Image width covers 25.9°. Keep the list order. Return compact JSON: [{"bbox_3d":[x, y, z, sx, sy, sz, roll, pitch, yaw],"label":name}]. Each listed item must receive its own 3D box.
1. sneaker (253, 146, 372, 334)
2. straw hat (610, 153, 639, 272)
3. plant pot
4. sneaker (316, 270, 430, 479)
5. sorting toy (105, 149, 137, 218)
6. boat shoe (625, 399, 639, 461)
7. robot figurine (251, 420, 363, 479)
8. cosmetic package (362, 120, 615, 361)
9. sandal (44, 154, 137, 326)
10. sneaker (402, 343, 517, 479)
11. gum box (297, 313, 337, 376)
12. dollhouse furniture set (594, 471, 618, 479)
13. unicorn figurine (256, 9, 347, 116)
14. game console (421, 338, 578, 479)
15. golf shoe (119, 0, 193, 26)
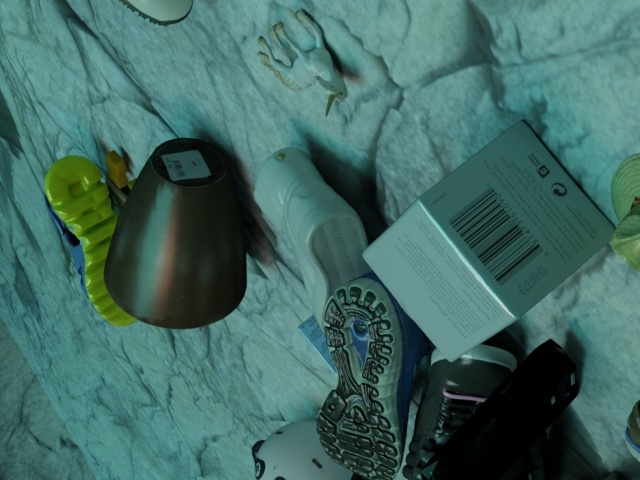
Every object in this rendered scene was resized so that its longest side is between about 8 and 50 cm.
[{"bbox_3d":[0.000,0.000,1.798,0.169,0.108,0.292,54,166,35],"label":"sneaker"},{"bbox_3d":[0.299,-0.004,1.263,0.144,0.061,0.144,42,155,25],"label":"straw hat"},{"bbox_3d":[-0.200,-0.027,2.006,0.215,0.215,0.230,40,140,26],"label":"plant pot"},{"bbox_3d":[0.085,0.173,1.782,0.130,0.147,0.330,23,128,27],"label":"sneaker"},{"bbox_3d":[-0.290,-0.015,2.373,0.229,0.041,0.307,46,156,26],"label":"sorting toy"},{"bbox_3d":[0.386,0.228,1.429,0.183,0.066,0.066,32,148,39],"label":"boat shoe"},{"bbox_3d":[-0.013,0.425,2.307,0.209,0.173,0.278,-6,133,11],"label":"robot figurine"},{"bbox_3d":[0.165,0.005,1.406,0.151,0.151,0.183,51,156,3],"label":"cosmetic package"},{"bbox_3d":[-0.385,-0.002,2.390,0.138,0.126,0.317,14,125,65],"label":"sandal"},{"bbox_3d":[0.168,0.224,1.691,0.104,0.147,0.296,11,156,-1],"label":"sneaker"},{"bbox_3d":[0.044,0.179,1.951,0.184,0.041,0.157,51,180,4],"label":"gum box"},{"bbox_3d":[0.311,0.436,1.670,0.212,0.161,0.242,52,139,2],"label":"dollhouse furniture set"},{"bbox_3d":[-0.017,-0.200,1.582,0.111,0.060,0.162,56,173,-9],"label":"unicorn figurine"},{"bbox_3d":[0.219,0.265,1.630,0.044,0.213,0.361,39,165,28],"label":"game console"},{"bbox_3d":[-0.206,-0.369,1.626,0.120,0.105,0.273,15,138,44],"label":"golf shoe"}]
